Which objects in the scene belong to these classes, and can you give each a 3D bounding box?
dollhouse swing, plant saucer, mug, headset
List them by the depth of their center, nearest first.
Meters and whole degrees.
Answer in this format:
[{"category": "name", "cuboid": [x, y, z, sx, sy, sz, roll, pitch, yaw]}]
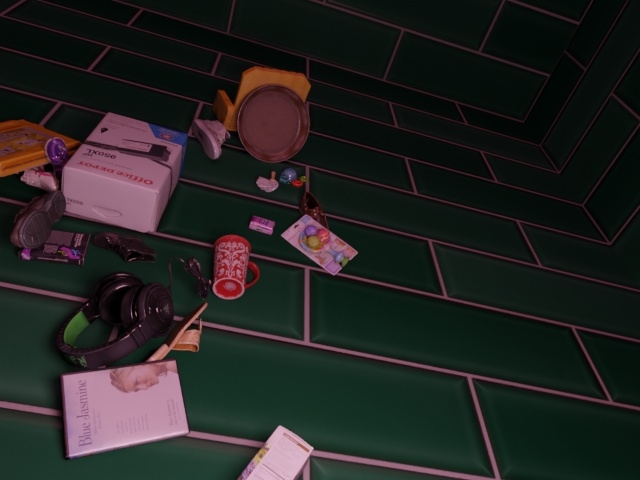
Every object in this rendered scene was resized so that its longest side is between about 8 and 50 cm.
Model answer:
[{"category": "headset", "cuboid": [-0.439, 0.177, 1.356, 0.243, 0.185, 0.394, 10, 41, 39]}, {"category": "mug", "cuboid": [-0.247, 0.083, 1.626, 0.150, 0.113, 0.169, 10, 40, -12]}, {"category": "plant saucer", "cuboid": [-0.195, -0.476, 2.254, 0.310, 0.310, 0.050, 0, 16, -27]}, {"category": "dollhouse swing", "cuboid": [-0.249, -0.631, 2.380, 0.347, 0.305, 0.315, 0, 35, -25]}]

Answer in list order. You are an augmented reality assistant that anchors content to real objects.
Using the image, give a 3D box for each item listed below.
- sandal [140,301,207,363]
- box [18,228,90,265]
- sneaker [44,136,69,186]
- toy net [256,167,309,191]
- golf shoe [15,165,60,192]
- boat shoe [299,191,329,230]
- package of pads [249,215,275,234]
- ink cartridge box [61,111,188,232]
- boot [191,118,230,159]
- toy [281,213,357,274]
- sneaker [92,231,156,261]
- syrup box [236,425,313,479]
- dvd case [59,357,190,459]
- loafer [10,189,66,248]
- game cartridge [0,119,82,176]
[{"category": "sandal", "cuboid": [-0.345, 0.260, 1.390, 0.079, 0.088, 0.240, 52, 43, -10]}, {"category": "box", "cuboid": [-0.733, 0.016, 1.534, 0.162, 0.029, 0.116, 7, 36, -16]}, {"category": "sneaker", "cuboid": [-0.795, -0.237, 1.711, 0.071, 0.170, 0.068, 27, 43, 35]}, {"category": "toy net", "cuboid": [-0.153, -0.220, 2.134, 0.122, 0.045, 0.232, 39, 40, 21]}, {"category": "golf shoe", "cuboid": [-0.871, -0.185, 1.704, 0.186, 0.067, 0.086, 31, 41, 31]}, {"category": "boat shoe", "cuboid": [-0.023, -0.095, 2.007, 0.073, 0.073, 0.207, -3, 43, -31]}, {"category": "package of pads", "cuboid": [-0.200, -0.053, 1.894, 0.083, 0.032, 0.050, 17, 33, -6]}, {"category": "ink cartridge box", "cuboid": [-0.621, -0.231, 1.798, 0.285, 0.166, 0.395, 14, 36, -9]}, {"category": "boot", "cuboid": [-0.415, -0.414, 2.206, 0.123, 0.095, 0.258, -11, 45, -28]}, {"category": "toy", "cuboid": [0.000, 0.000, 1.879, 0.237, 0.056, 0.137, 39, 56, 15]}, {"category": "sneaker", "cuboid": [-0.564, 0.023, 1.590, 0.170, 0.051, 0.089, 6, 33, -26]}, {"category": "syrup box", "cuboid": [-0.118, 0.508, 1.137, 0.096, 0.093, 0.237, 30, 36, 13]}, {"category": "dvd case", "cuboid": [-0.425, 0.357, 1.203, 0.253, 0.022, 0.180, -3, 58, -29]}, {"category": "loafer", "cuboid": [-0.787, -0.055, 1.517, 0.084, 0.096, 0.267, -3, 29, 1]}, {"category": "game cartridge", "cuboid": [-0.984, -0.307, 1.760, 0.323, 0.053, 0.285, 23, 33, 23]}]
